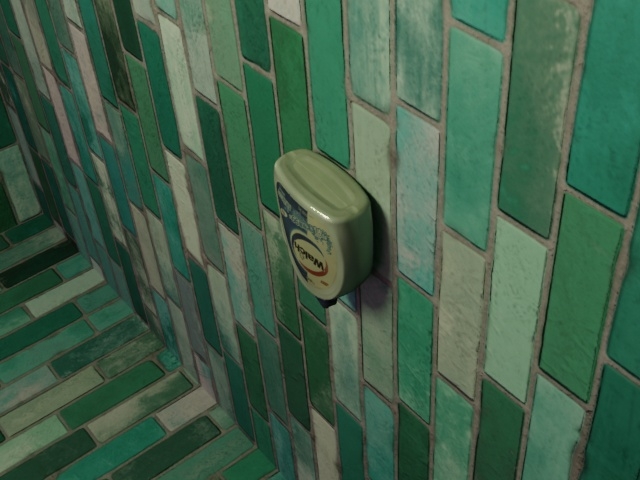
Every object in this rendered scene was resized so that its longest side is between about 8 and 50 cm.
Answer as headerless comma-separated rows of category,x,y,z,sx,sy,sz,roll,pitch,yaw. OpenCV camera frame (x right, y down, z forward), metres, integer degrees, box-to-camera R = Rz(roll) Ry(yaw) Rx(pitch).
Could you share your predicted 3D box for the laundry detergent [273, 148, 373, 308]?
laundry detergent,0.000,0.000,1.567,0.215,0.105,0.280,43,151,31
